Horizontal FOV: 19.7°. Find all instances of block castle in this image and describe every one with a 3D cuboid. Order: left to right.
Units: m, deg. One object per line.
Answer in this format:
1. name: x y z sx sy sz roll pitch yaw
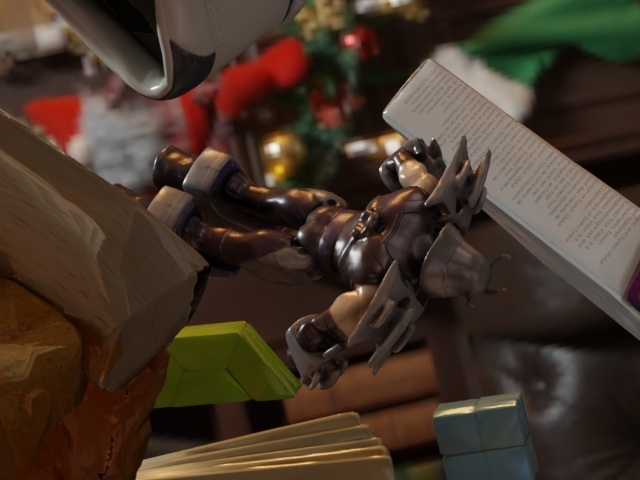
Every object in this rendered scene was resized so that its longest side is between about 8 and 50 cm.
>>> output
1. block castle: -0.233 0.151 0.645 0.212 0.303 0.453 33 138 14

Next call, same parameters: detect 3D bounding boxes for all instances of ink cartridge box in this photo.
1. ink cartridge box: 0.235 0.027 1.386 0.330 0.071 0.324 40 -178 36

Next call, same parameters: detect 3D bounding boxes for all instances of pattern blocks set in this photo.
1. pattern blocks set: -0.034 0.177 0.992 0.026 0.324 0.285 -56 -36 -66

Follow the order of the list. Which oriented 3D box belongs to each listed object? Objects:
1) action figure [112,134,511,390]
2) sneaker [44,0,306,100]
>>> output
1. action figure: 0.000 0.000 1.190 0.285 0.185 0.099 13 141 34
2. sneaker: -0.107 -0.154 0.585 0.258 0.091 0.094 43 141 -6
